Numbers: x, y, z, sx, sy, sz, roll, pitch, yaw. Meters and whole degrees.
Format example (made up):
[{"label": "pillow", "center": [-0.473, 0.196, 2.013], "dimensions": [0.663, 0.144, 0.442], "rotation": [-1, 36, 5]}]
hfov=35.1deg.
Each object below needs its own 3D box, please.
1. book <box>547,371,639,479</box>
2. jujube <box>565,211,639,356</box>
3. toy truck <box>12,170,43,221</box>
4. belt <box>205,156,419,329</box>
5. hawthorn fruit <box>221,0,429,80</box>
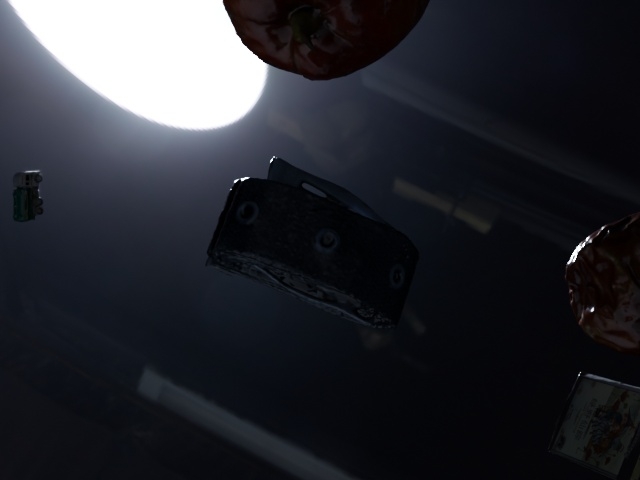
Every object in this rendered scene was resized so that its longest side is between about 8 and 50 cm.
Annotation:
[{"label": "book", "center": [0.477, 0.309, 1.696], "dimensions": [0.026, 0.157, 0.231], "rotation": [28, -8, -20]}, {"label": "jujube", "center": [0.540, 0.057, 1.481], "dimensions": [0.342, 0.216, 0.216], "rotation": [-11, -28, -13]}, {"label": "toy truck", "center": [-0.475, -0.071, 1.633], "dimensions": [0.039, 0.083, 0.044], "rotation": [-3, -2, 45]}, {"label": "belt", "center": [0.000, 0.001, 1.068], "dimensions": [0.218, 0.128, 0.122], "rotation": [24, -18, -5]}, {"label": "hawthorn fruit", "center": [0.003, -0.315, 1.144], "dimensions": [0.258, 0.262, 0.258], "rotation": [36, -13, 9]}]
